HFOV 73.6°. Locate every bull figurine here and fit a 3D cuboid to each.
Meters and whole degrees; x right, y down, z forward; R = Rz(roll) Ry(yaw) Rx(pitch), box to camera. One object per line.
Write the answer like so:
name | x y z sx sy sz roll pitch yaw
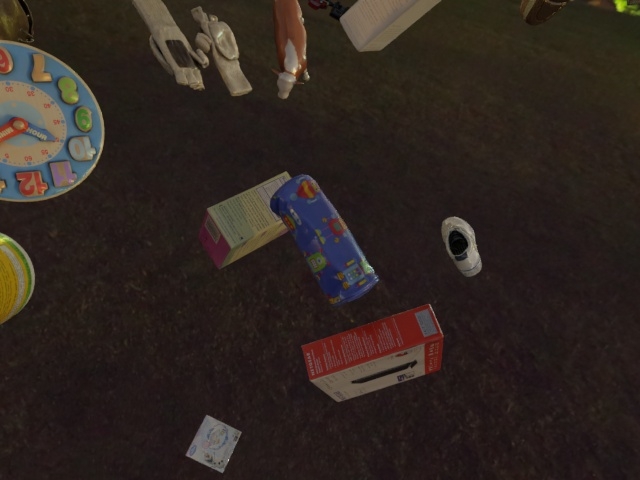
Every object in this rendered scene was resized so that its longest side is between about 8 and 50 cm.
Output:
bull figurine | -0.091 -0.587 1.315 0.101 0.310 0.188 0 7 4

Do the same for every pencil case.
pencil case | 0.000 0.000 0.960 0.119 0.133 0.306 -26 81 -52

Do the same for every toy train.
toy train | -0.008 -0.506 0.902 0.158 0.036 0.027 22 3 -14

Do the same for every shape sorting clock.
shape sorting clock | -0.398 -0.153 0.563 0.206 0.206 0.040 -15 23 -35

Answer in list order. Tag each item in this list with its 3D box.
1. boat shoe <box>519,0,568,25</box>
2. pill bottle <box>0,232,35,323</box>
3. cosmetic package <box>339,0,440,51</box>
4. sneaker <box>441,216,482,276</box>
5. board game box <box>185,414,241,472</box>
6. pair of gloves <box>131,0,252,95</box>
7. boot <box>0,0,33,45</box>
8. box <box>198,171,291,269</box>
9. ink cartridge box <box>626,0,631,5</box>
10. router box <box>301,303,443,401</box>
boat shoe | 0.302 -0.363 0.514 0.068 0.190 0.072 -6 49 -44
pill bottle | -0.442 0.065 0.469 0.137 0.136 0.246 8 6 -11
cosmetic package | 0.162 -0.477 0.841 0.085 0.231 0.117 58 38 -4
sneaker | 0.411 -0.008 1.268 0.091 0.094 0.258 53 18 -29
board game box | -0.236 0.450 0.948 0.090 0.020 0.090 31 58 -8
pair of gloves | -0.254 -0.411 0.910 0.240 0.042 0.204 -24 92 -54
boot | -0.685 -0.445 0.953 0.115 0.305 0.112 -21 41 -12
box | -0.187 -0.051 1.159 0.243 0.213 0.117 -30 85 -27
ink cartridge box | 0.497 -0.381 0.601 0.104 0.060 0.180 2 22 33
router box | 0.142 0.293 1.058 0.301 0.335 0.082 -19 59 4
